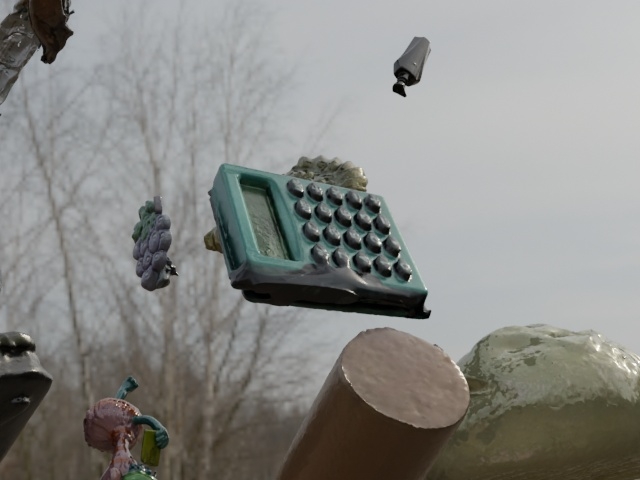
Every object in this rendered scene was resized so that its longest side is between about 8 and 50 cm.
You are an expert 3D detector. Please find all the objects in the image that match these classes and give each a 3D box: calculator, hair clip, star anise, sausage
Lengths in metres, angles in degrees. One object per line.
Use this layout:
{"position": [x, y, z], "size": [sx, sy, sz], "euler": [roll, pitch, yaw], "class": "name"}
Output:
{"position": [0.000, 0.000, 1.462], "size": [0.274, 0.248, 0.058], "euler": [10, -56, -22], "class": "calculator"}
{"position": [-0.297, 0.004, 2.085], "size": [0.052, 0.195, 0.124], "euler": [18, -52, -39], "class": "hair clip"}
{"position": [-0.347, -0.350, 1.462], "size": [0.063, 0.172, 0.208], "euler": [0, -33, 3], "class": "star anise"}
{"position": [0.033, 0.206, 1.059], "size": [0.123, 0.123, 0.253], "euler": [2, -48, -28], "class": "sausage"}

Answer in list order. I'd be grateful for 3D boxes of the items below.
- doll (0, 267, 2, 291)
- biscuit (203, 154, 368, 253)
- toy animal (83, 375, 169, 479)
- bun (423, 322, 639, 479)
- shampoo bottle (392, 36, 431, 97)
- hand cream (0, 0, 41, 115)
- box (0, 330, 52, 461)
{"position": [-0.653, 0.106, 1.771], "size": [0.340, 0.246, 0.158], "euler": [-19, -28, 2], "class": "doll"}
{"position": [-0.027, -0.056, 1.673], "size": [0.187, 0.036, 0.273], "euler": [5, 33, 36], "class": "biscuit"}
{"position": [-0.225, 0.239, 1.358], "size": [0.103, 0.100, 0.208], "euler": [-33, 24, 2], "class": "toy animal"}
{"position": [0.288, 0.231, 1.558], "size": [0.365, 0.219, 0.365], "euler": [-6, -23, -3], "class": "bun"}
{"position": [0.136, -0.263, 1.726], "size": [0.048, 0.137, 0.027], "euler": [38, -47, -9], "class": "shampoo bottle"}
{"position": [-0.479, -0.316, 1.807], "size": [0.084, 0.257, 0.050], "euler": [32, -5, -13], "class": "hand cream"}
{"position": [-0.523, 0.253, 1.346], "size": [0.350, 0.091, 0.359], "euler": [5, -51, -50], "class": "box"}
